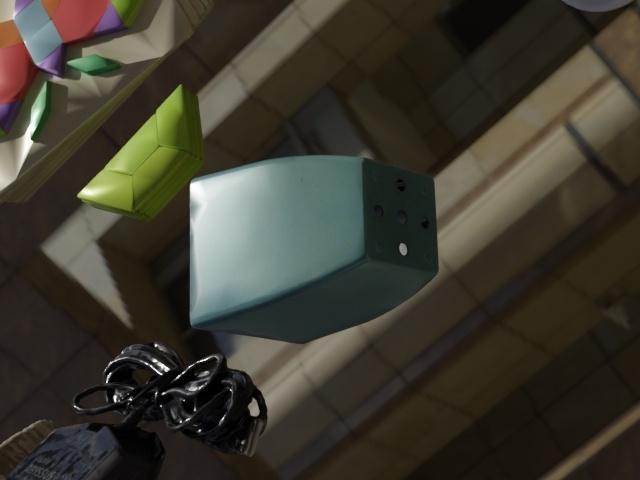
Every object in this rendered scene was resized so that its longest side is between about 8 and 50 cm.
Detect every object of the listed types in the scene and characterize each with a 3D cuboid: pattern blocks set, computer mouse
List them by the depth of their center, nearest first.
[{"bbox_3d":[-0.153,0.179,0.795,0.072,0.272,0.188,56,157,-22],"label":"computer mouse"},{"bbox_3d":[-0.163,-0.119,0.801,0.285,0.325,0.026,41,-177,34],"label":"pattern blocks set"}]

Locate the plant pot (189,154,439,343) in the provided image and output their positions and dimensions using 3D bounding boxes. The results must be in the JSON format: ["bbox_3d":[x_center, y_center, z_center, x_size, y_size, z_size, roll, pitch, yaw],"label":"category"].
[{"bbox_3d":[0.000,0.000,1.366,0.166,0.234,0.165,12,-111,-41],"label":"plant pot"}]

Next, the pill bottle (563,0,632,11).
[{"bbox_3d":[0.214,-0.215,0.937,0.086,0.086,0.152,50,-148,4],"label":"pill bottle"}]

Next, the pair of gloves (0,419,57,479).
[{"bbox_3d":[-0.217,0.263,1.019,0.204,0.042,0.240,29,-134,16],"label":"pair of gloves"}]
